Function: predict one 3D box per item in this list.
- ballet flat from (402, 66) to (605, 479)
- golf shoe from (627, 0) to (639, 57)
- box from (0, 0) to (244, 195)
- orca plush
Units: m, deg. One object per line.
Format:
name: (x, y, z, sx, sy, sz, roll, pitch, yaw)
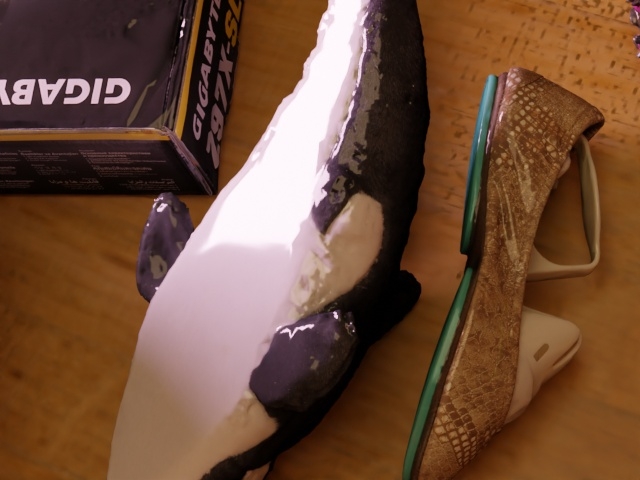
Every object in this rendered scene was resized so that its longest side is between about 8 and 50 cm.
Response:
ballet flat: (0.089, 0.019, 0.623, 0.067, 0.073, 0.206, 13, 75, 4)
golf shoe: (0.207, -0.077, 0.642, 0.086, 0.067, 0.186, -11, 60, -22)
box: (-0.198, -0.155, 0.762, 0.321, 0.079, 0.257, 2, 66, 15)
orca plush: (0.000, 0.000, 0.644, 0.151, 0.102, 0.287, 4, 76, 45)
